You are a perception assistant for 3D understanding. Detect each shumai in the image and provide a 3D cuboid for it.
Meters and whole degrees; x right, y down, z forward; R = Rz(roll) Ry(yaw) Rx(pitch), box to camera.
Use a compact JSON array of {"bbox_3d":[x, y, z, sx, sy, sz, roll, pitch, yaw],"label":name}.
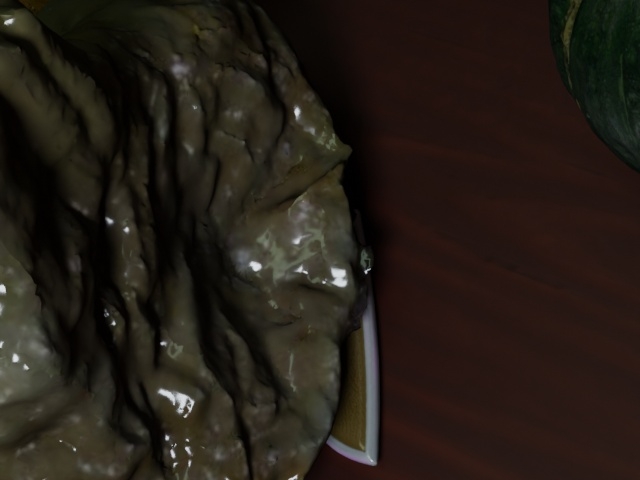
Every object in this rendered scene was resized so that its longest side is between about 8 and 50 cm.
[{"bbox_3d":[-0.142,0.008,0.701,0.217,0.283,0.346,-2,72,38],"label":"shumai"}]

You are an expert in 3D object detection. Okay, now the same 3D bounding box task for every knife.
[{"bbox_3d":[-0.001,-0.001,0.794,0.046,0.022,0.256,-22,55,18],"label":"knife"}]

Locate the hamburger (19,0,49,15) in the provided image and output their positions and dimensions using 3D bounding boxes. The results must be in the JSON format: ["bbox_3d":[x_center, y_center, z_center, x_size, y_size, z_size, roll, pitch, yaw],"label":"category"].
[{"bbox_3d":[-0.132,-0.167,0.885,0.177,0.185,0.113,136,154,-64],"label":"hamburger"}]

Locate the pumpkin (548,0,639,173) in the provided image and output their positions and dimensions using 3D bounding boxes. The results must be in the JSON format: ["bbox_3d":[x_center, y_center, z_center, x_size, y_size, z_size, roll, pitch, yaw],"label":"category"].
[{"bbox_3d":[0.183,-0.102,0.647,0.190,0.146,0.190,-14,59,25],"label":"pumpkin"}]
